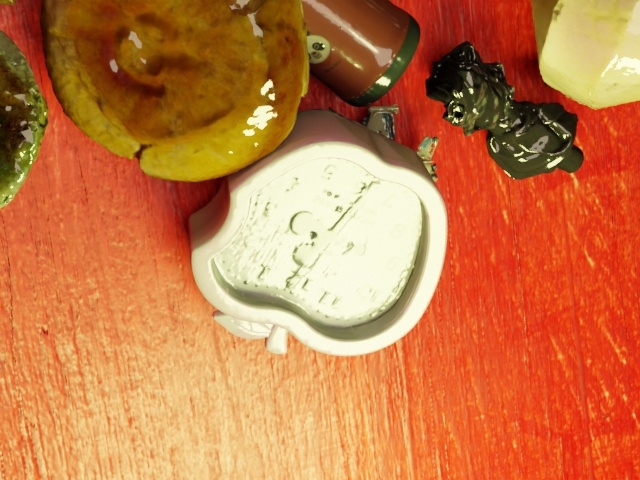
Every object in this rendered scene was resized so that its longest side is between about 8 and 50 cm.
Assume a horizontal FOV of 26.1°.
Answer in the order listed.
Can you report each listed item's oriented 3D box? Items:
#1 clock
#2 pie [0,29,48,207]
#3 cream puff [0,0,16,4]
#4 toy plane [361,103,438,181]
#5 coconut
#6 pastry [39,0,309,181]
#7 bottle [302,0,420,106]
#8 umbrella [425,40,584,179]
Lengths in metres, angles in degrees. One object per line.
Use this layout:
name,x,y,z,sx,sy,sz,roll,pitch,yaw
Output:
clock,0.000,0.000,1.809,0.338,0.102,0.339,-4,121,-8
pie,-0.450,-0.138,1.591,0.277,0.078,0.277,0,90,11
cream puff,-0.393,-0.341,1.633,0.116,0.094,0.122,-20,130,-15
toy plane,0.040,-0.089,1.875,0.262,0.088,0.192,-2,95,-13
coconut,0.404,-0.311,1.903,0.259,0.259,0.259,-5,102,-22
pastry,-0.169,-0.234,1.643,0.356,0.164,0.356,9,120,15
bottle,-0.036,-0.317,1.757,0.336,0.144,0.144,35,86,-25
umbrella,0.264,-0.168,1.943,0.272,0.110,0.122,29,87,-30
